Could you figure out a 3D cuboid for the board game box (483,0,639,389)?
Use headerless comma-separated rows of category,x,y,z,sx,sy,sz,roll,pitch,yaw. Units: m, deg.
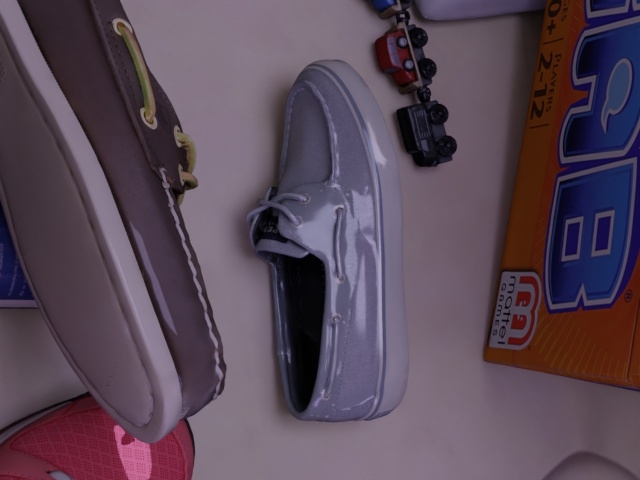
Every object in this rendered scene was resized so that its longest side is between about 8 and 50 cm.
board game box,0.366,-0.056,0.908,0.357,0.356,0.356,12,85,-21

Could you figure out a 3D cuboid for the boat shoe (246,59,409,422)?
boat shoe,-0.001,0.001,0.894,0.081,0.079,0.227,-5,87,-36

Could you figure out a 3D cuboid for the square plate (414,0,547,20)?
square plate,0.182,-0.347,1.083,0.344,0.049,0.347,-11,87,-31

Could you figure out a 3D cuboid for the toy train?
toy train,0.055,-0.125,0.982,0.036,0.027,0.158,-15,89,-21

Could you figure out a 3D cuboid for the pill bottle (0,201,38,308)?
pill bottle,-0.160,0.005,0.806,0.120,0.067,0.067,2,80,-31

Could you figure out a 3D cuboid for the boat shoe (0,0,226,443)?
boat shoe,-0.119,-0.053,0.748,0.097,0.116,0.324,-15,67,-34

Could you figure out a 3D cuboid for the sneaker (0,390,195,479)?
sneaker,-0.169,0.183,0.728,0.314,0.136,0.116,-36,101,-30
